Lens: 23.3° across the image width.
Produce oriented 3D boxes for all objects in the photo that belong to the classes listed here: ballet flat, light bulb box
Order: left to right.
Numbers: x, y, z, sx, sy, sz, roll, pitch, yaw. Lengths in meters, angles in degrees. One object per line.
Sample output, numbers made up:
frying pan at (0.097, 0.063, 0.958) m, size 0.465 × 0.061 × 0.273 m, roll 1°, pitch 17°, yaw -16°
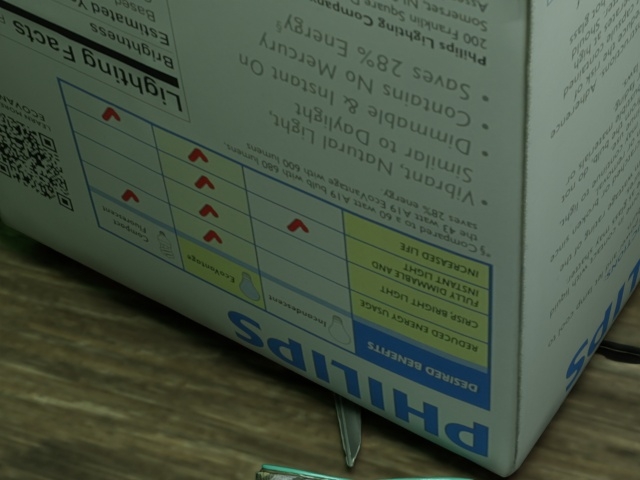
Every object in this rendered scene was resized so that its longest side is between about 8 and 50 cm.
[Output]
light bulb box at (-0.003, -0.128, 0.764) m, size 0.358 × 0.361 × 0.225 m, roll 25°, pitch 58°, yaw 23°
ballet flat at (0.022, 0.136, 0.784) m, size 0.114 × 0.041 × 0.041 m, roll 2°, pitch 52°, yaw 12°

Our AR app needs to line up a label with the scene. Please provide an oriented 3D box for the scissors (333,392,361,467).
scissors at (0.000, 0.000, 0.907) m, size 0.109 × 0.021 × 0.297 m, roll 6°, pitch 54°, yaw 11°
